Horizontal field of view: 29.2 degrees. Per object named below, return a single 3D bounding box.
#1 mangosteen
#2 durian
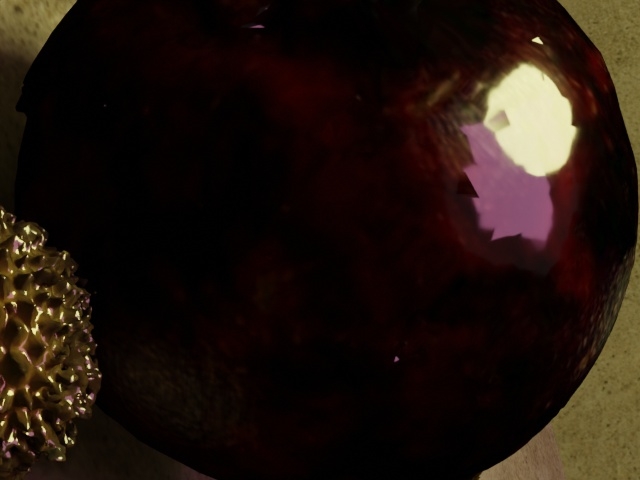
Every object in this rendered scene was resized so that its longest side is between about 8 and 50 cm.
[{"bbox_3d":[0.008,-0.022,0.773,0.421,0.381,0.380,61,16,-73],"label":"mangosteen"},{"bbox_3d":[-0.146,0.046,0.572,0.148,0.091,0.188,103,-35,-65],"label":"durian"}]
